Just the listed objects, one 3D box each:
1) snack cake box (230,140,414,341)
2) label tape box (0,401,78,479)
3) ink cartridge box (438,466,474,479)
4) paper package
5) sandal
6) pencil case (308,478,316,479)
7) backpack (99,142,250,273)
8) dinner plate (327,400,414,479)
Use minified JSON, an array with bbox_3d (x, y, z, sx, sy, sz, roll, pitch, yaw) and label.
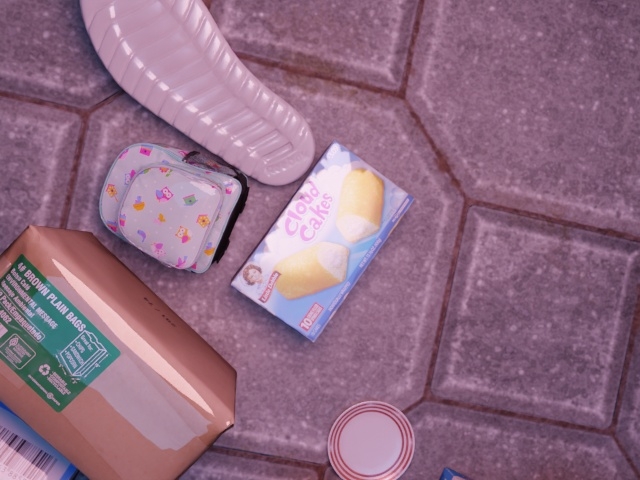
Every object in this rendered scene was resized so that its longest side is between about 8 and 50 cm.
[{"bbox_3d":[0.000,0.000,0.960,0.152,0.089,0.264,35,87,-6],"label":"snack cake box"},{"bbox_3d":[-0.460,0.297,0.849,0.241,0.333,0.106,34,52,-5],"label":"label tape box"},{"bbox_3d":[0.263,0.434,0.935,0.148,0.203,0.085,28,85,-5],"label":"ink cartridge box"},{"bbox_3d":[-0.273,0.150,0.821,0.325,0.309,0.168,45,83,-4],"label":"paper package"},{"bbox_3d":[-0.182,-0.240,0.939,0.169,0.102,0.416,-40,108,10],"label":"sandal"},{"bbox_3d":[0.101,0.501,0.900,0.411,0.160,0.183,26,100,9],"label":"pencil case"},{"bbox_3d":[-0.219,-0.053,0.908,0.189,0.144,0.165,25,103,3],"label":"backpack"},{"bbox_3d":[0.081,0.325,1.008,0.141,0.017,0.141,0,91,-5],"label":"dinner plate"}]
